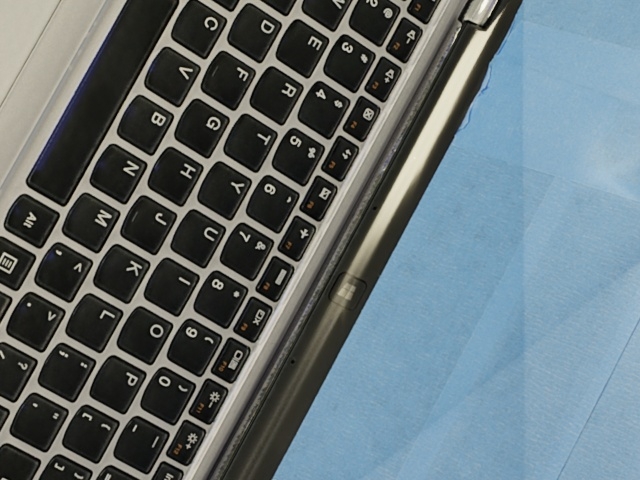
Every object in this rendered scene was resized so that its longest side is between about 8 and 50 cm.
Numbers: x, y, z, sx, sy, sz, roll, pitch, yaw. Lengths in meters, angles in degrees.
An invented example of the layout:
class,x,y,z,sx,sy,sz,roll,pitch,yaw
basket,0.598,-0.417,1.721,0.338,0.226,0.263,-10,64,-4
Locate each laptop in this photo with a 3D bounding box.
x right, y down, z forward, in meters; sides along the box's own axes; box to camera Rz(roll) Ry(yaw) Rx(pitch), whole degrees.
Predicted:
class,x,y,z,sx,sy,sz,roll,pitch,yaw
laptop,0.000,0.000,0.762,0.408,0.236,0.382,31,82,-22

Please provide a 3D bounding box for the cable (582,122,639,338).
class,x,y,z,sx,sy,sz,roll,pitch,yaw
cable,0.240,-0.032,0.884,0.257,0.089,0.257,4,71,4
